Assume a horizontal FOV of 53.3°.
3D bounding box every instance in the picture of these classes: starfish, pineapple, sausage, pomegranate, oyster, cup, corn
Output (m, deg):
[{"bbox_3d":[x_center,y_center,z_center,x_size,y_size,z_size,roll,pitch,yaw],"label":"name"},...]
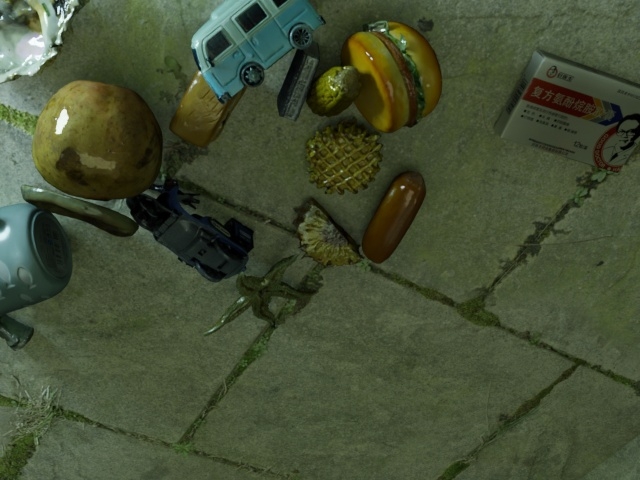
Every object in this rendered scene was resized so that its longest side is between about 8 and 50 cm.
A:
[{"bbox_3d":[-0.147,0.139,1.760,0.347,0.078,0.358,9,131,-46],"label":"starfish"},{"bbox_3d":[0.000,0.001,1.714,0.135,0.079,0.233,-41,115,12],"label":"pineapple"},{"bbox_3d":[0.191,-0.060,1.666,0.105,0.105,0.274,15,124,-16],"label":"sausage"},{"bbox_3d":[-0.482,-0.212,1.383,0.281,0.281,0.281,-3,127,-4],"label":"pomegranate"},{"bbox_3d":[-0.619,-0.442,1.323,0.355,0.107,0.201,-10,107,17],"label":"oyster"},{"bbox_3d":[-0.789,0.019,1.522,0.274,0.259,0.356,-15,142,3],"label":"cup"},{"bbox_3d":[0.027,-0.323,1.381,0.097,0.262,0.097,-1,93,-12],"label":"corn"}]

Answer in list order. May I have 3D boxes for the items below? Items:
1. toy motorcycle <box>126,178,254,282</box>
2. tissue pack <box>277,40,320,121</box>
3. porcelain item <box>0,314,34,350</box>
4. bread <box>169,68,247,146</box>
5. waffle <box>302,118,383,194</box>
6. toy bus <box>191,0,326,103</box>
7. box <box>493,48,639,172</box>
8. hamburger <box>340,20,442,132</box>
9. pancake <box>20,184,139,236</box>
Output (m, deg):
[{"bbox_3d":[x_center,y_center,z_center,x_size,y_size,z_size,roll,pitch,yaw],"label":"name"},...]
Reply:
[{"bbox_3d":[-0.322,-0.034,1.582,0.125,0.212,0.358,-41,124,20],"label":"toy motorcycle"},{"bbox_3d":[-0.049,-0.359,1.417,0.051,0.112,0.156,17,123,-16],"label":"tissue pack"},{"bbox_3d":[-0.910,0.218,1.781,0.069,0.081,0.215,-29,124,15],"label":"porcelain item"},{"bbox_3d":[-0.258,-0.311,1.462,0.116,0.077,0.200,29,119,-15],"label":"bread"},{"bbox_3d":[0.055,-0.204,1.572,0.197,0.070,0.193,-5,127,2],"label":"waffle"},{"bbox_3d":[-0.145,-0.425,1.319,0.271,0.133,0.165,-38,115,3],"label":"toy bus"},{"bbox_3d":[0.631,-0.308,1.553,0.353,0.069,0.214,12,124,-16],"label":"box"},{"bbox_3d":[0.160,-0.362,1.371,0.170,0.246,0.246,-26,127,-11],"label":"hamburger"},{"bbox_3d":[-0.565,-0.068,1.505,0.294,0.294,0.049,22,83,-20],"label":"pancake"}]
